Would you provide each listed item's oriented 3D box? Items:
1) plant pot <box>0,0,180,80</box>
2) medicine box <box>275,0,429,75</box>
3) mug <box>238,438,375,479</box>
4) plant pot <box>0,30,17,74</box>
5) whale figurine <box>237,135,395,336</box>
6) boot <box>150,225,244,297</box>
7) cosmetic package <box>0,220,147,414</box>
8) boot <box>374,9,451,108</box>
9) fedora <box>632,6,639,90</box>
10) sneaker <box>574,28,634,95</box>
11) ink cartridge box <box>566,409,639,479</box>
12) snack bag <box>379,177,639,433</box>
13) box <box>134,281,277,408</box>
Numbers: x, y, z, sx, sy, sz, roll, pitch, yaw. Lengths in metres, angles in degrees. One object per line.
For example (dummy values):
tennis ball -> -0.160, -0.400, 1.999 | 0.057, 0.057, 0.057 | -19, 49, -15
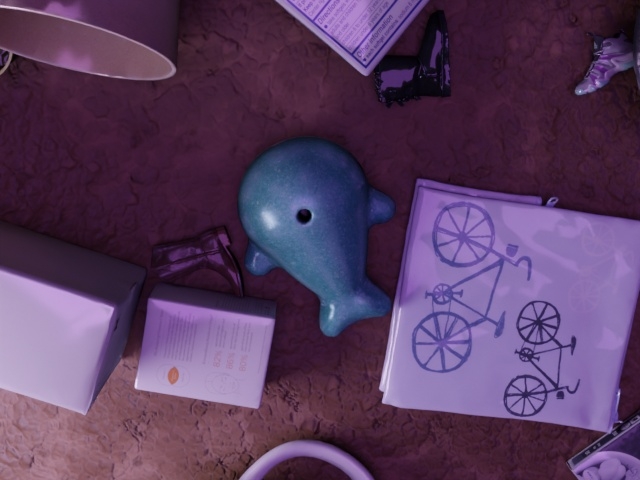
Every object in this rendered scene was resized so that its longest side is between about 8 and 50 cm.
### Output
plant pot -> -0.267, -0.354, 1.091 | 0.256, 0.256, 0.274 | 10, 85, -2
medicine box -> 0.023, -0.394, 1.130 | 0.289, 0.149, 0.263 | 38, 99, -15
mug -> -0.056, 0.449, 1.280 | 0.328, 0.276, 0.374 | 35, 69, 0
plant pot -> -0.422, -0.248, 1.210 | 0.083, 0.079, 0.083 | 0, 102, -1
whale figurine -> 0.000, 0.000, 1.231 | 0.216, 0.141, 0.272 | -22, 101, 4
boot -> -0.168, 0.043, 1.291 | 0.114, 0.037, 0.107 | -19, 88, 0
cosmetic package -> -0.434, 0.065, 1.207 | 0.384, 0.217, 0.156 | 20, 100, -2
boot -> 0.118, -0.236, 1.235 | 0.099, 0.045, 0.121 | -4, 102, 4
fedora -> 0.532, -0.263, 1.174 | 0.333, 0.152, 0.334 | 0, 102, 0
sneaker -> 0.362, -0.239, 1.240 | 0.098, 0.038, 0.069 | -34, 98, -3
ink cartridge box -> 0.495, 0.336, 1.351 | 0.208, 0.045, 0.206 | -38, 99, 6
snack bag -> 0.271, 0.093, 1.305 | 0.342, 0.037, 0.323 | 7, 102, -1
box -> -0.152, 0.140, 1.283 | 0.170, 0.091, 0.130 | 10, 102, -3
